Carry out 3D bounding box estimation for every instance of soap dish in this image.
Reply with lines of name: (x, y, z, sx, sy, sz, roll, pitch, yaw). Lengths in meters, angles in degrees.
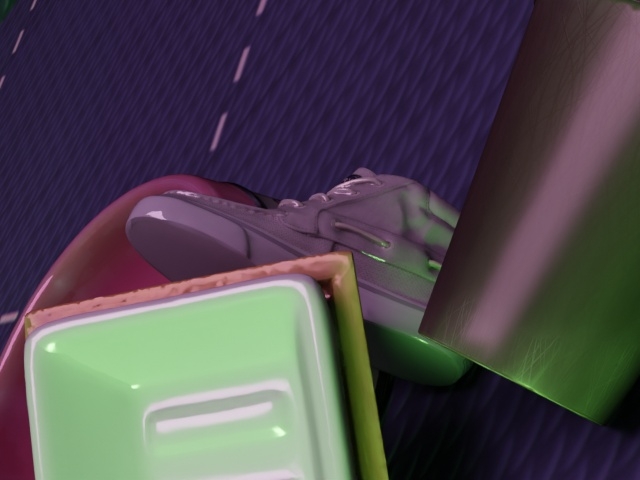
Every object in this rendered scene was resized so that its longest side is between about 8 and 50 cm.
soap dish: (-0.059, 0.169, 0.871, 0.229, 0.118, 0.290, -12, 79, 17)

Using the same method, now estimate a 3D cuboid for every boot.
boot: (0.000, 0.000, 0.978, 0.095, 0.258, 0.123, -51, 16, 58)

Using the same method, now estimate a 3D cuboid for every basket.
basket: (0.165, -0.016, 0.845, 0.204, 0.154, 0.227, 26, 88, 49)

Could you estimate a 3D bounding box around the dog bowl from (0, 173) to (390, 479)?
dog bowl: (-0.134, 0.124, 1.136, 0.408, 0.150, 0.408, -35, 38, 34)
